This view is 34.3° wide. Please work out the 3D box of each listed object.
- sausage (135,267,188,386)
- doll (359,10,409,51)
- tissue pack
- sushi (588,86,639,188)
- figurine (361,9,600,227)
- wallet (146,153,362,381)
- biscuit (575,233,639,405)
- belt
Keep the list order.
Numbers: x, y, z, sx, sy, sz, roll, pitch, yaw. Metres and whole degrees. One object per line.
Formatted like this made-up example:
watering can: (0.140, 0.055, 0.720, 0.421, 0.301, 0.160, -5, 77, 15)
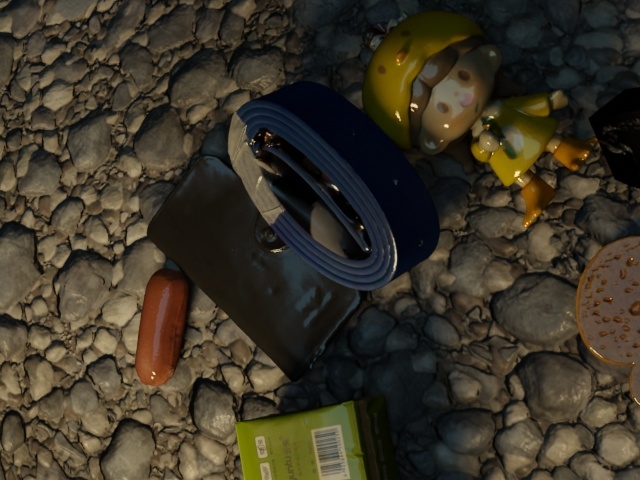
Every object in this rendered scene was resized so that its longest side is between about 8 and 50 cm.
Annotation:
sausage: (-0.259, 0.142, 1.689, 0.077, 0.077, 0.194, 7, 88, 19)
doll: (0.103, -0.328, 1.630, 0.058, 0.040, 0.085, 35, 101, 5)
tissue pack: (0.009, 0.382, 1.528, 0.200, 0.167, 0.275, -14, 82, 19)
sushi: (0.534, -0.137, 1.364, 0.227, 0.215, 0.212, -29, 99, -13)
figurine: (0.218, -0.183, 1.509, 0.343, 0.187, 0.215, 41, 89, 11)
wallet: (-0.104, 0.037, 1.653, 0.377, 0.051, 0.197, 43, 101, 19)
biscuit: (0.484, 0.127, 1.458, 0.202, 0.044, 0.289, -38, 76, 12)
belt: (0.017, -0.081, 1.536, 0.347, 0.117, 0.212, 46, 137, 16)
